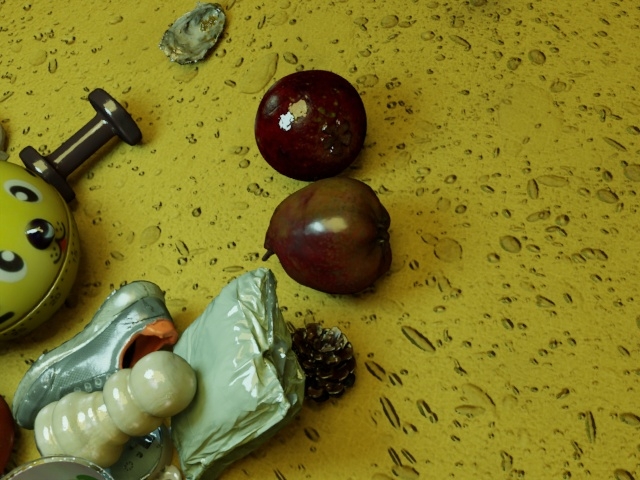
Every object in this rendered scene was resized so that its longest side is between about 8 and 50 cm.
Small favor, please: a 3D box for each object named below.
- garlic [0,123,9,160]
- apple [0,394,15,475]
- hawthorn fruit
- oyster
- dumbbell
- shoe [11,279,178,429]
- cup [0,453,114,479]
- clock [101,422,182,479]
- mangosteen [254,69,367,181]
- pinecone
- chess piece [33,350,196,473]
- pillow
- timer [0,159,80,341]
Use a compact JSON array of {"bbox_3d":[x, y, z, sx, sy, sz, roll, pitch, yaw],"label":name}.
[{"bbox_3d":[-0.768,-0.184,1.888,0.178,0.143,0.229,17,76,18],"label":"garlic"},{"bbox_3d":[-0.665,0.336,1.555,0.260,0.216,0.260,-6,59,9],"label":"apple"},{"bbox_3d":[0.000,0.000,1.608,0.248,0.208,0.208,-11,61,20],"label":"hawthorn fruit"},{"bbox_3d":[-0.268,-0.449,1.968,0.105,0.056,0.177,23,70,9],"label":"oyster"},{"bbox_3d":[-0.479,-0.190,1.830,0.225,0.140,0.124,-44,45,-11],"label":"dumbbell"},{"bbox_3d":[-0.369,0.235,1.571,0.336,0.132,0.171,-44,58,-1],"label":"shoe"},{"bbox_3d":[-0.359,0.478,1.385,0.253,0.274,0.253,-5,63,11],"label":"cup"},{"bbox_3d":[-0.332,0.357,1.561,0.229,0.063,0.155,29,73,22],"label":"clock"},{"bbox_3d":[-0.034,-0.222,1.734,0.215,0.215,0.257,-43,32,-12],"label":"mangosteen"},{"bbox_3d":[-0.005,0.203,1.538,0.140,0.121,0.140,1,54,-2],"label":"pinecone"},{"bbox_3d":[-0.312,0.265,1.436,0.261,0.143,0.142,-33,59,19],"label":"chess piece"},{"bbox_3d":[-0.151,0.216,1.501,0.310,0.138,0.283,-43,47,36],"label":"pillow"},{"bbox_3d":[-0.616,0.003,1.619,0.376,0.387,0.376,-6,64,12],"label":"timer"}]
